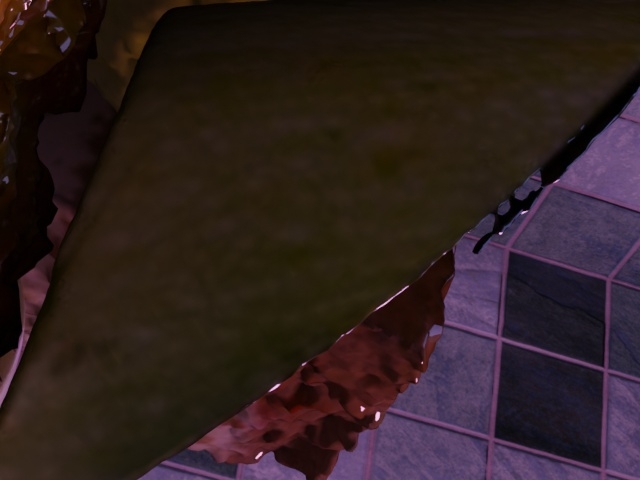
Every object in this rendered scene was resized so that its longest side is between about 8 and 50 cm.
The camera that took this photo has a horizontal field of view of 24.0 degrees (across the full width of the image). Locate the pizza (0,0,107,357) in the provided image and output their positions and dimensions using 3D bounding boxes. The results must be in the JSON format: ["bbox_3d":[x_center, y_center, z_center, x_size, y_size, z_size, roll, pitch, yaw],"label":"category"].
[{"bbox_3d":[-0.105,-0.050,0.422,0.226,0.086,0.336,-109,-144,-79],"label":"pizza"}]

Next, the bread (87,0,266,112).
[{"bbox_3d":[0.039,-0.199,0.655,0.308,0.348,0.348,123,-18,-54],"label":"bread"}]

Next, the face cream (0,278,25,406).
[{"bbox_3d":[-0.199,0.171,0.603,0.173,0.081,0.349,-108,-144,-72],"label":"face cream"}]

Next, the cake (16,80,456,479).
[{"bbox_3d":[-0.069,-0.035,0.861,0.256,0.290,0.282,118,-13,-58],"label":"cake"}]

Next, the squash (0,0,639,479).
[{"bbox_3d":[0.000,0.000,0.476,0.237,0.155,0.204,-90,-160,-70],"label":"squash"}]
